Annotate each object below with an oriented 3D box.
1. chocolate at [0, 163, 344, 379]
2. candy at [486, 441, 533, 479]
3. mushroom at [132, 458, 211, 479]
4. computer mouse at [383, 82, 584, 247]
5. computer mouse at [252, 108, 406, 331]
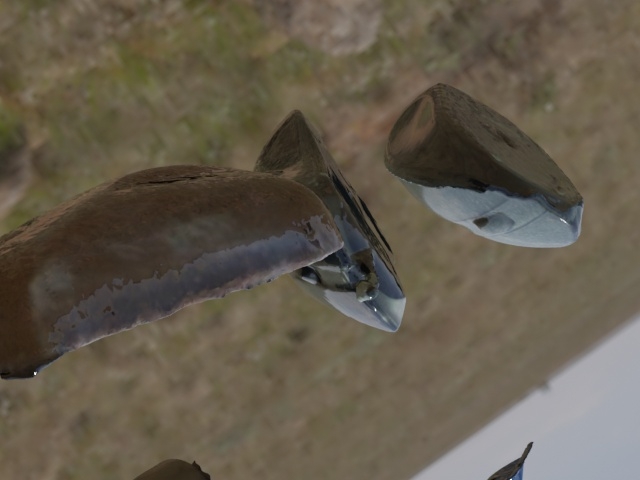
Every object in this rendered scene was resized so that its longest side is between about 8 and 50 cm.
[{"bbox_3d":[-0.111,0.008,1.007,0.161,0.083,0.261,-15,-176,43],"label":"chocolate"},{"bbox_3d":[0.100,0.197,1.184,0.136,0.038,0.088,-64,173,15],"label":"candy"},{"bbox_3d":[-0.139,0.289,1.635,0.117,0.141,0.188,-25,129,-19],"label":"mushroom"},{"bbox_3d":[0.173,-0.066,2.001,0.114,0.203,0.374,-59,-167,13],"label":"computer mouse"},{"bbox_3d":[0.000,0.000,1.548,0.090,0.167,0.379,-34,-164,4],"label":"computer mouse"}]
